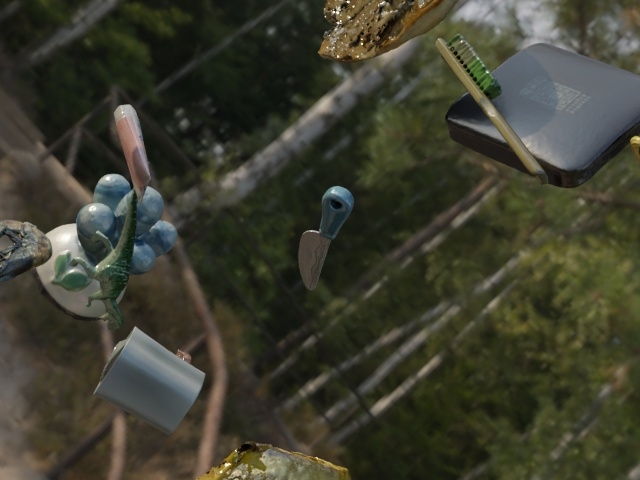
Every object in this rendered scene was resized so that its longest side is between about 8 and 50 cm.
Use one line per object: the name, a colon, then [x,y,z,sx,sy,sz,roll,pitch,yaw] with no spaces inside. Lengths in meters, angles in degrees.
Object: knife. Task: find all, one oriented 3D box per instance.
knife: [-0.002,-0.001,1.871,0.058,0.032,0.244,24,-44,-1]

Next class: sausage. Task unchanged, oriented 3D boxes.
sausage: [-0.303,0.280,2.238,0.177,0.040,0.047,-47,-121,39]

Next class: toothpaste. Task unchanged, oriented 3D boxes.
toothpaste: [-0.328,-0.159,1.991,0.067,0.043,0.194,-59,-140,43]

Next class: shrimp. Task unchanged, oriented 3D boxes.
shrimp: [-0.466,0.018,1.675,0.091,0.034,0.161,45,32,2]

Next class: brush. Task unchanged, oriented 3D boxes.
brush: [0.257,-0.198,1.656,0.054,0.048,0.282,33,24,-59]

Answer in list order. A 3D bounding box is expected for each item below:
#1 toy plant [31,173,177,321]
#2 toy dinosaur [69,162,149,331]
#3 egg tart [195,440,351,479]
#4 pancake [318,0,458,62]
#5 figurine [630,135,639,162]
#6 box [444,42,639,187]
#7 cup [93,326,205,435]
toy plant: [-0.452,-0.002,2.456,0.247,0.332,0.247,35,33,-27]
toy dinosaur: [-0.441,0.013,2.299,0.129,0.383,0.076,13,26,4]
egg tart: [-0.053,0.427,1.937,0.341,0.129,0.341,17,-10,3]
pancake: [0.136,-0.463,2.029,0.071,0.382,0.382,39,-4,-29]
figurine: [0.575,-0.134,1.864,0.083,0.083,0.187,41,10,37]
box: [0.400,-0.219,1.926,0.289,0.290,0.073,29,-35,36]
cup: [-0.237,0.190,1.569,0.129,0.095,0.128,33,13,-8]
